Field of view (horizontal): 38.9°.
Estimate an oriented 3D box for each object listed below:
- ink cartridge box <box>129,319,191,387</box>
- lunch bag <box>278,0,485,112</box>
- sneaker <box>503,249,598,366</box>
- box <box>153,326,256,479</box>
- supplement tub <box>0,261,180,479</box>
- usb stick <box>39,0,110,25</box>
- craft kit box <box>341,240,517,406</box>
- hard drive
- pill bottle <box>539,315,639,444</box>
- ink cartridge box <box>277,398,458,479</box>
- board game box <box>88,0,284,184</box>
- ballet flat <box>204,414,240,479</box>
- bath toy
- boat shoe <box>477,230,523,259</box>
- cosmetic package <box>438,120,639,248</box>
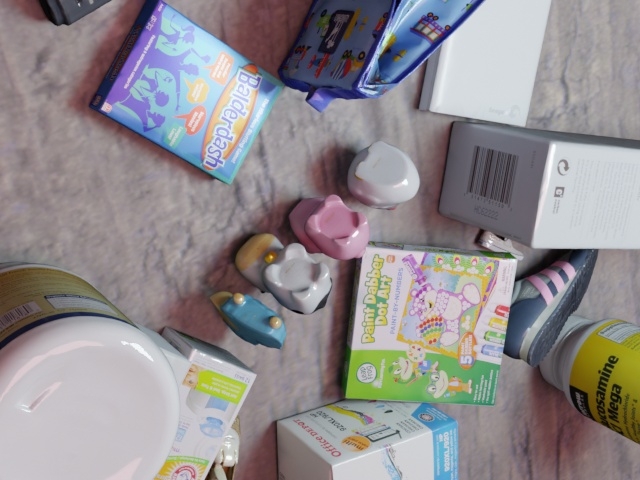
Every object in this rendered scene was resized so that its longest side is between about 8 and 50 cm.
[{"bbox_3d":[-0.259,0.205,1.195,0.072,0.127,0.175,28,88,-35],"label":"ink cartridge box"},{"bbox_3d":[0.074,-0.290,1.202,0.138,0.221,0.293,39,82,-33],"label":"lunch bag"},{"bbox_3d":[0.378,0.083,1.570,0.319,0.131,0.112,-40,140,-42],"label":"sneaker"},{"bbox_3d":[-0.197,0.242,1.258,0.114,0.103,0.203,28,88,-34],"label":"box"},{"bbox_3d":[-0.316,0.155,1.032,0.228,0.316,0.228,-9,109,-29],"label":"supplement tub"},{"bbox_3d":[-0.215,-0.351,1.101,0.278,0.045,0.077,-36,162,-17],"label":"usb stick"},{"bbox_3d":[0.168,0.131,1.426,0.246,0.061,0.250,5,102,-5],"label":"craft kit box"},{"bbox_3d":[0.269,-0.343,1.416,0.203,0.040,0.307,3,101,-32],"label":"hard drive"},{"bbox_3d":[0.548,0.247,1.577,0.188,0.334,0.188,-9,108,-29],"label":"pill bottle"},{"bbox_3d":[0.072,0.354,1.414,0.232,0.171,0.168,-12,109,-29],"label":"ink cartridge box"},{"bbox_3d":[-0.170,-0.190,1.185,0.210,0.047,0.160,29,88,-35],"label":"board game box"},{"bbox_3d":[-0.148,0.335,1.336,0.073,0.067,0.206,2,102,-31],"label":"ballet flat"},{"bbox_3d":[0.000,0.000,1.300,0.348,0.151,0.129,-46,160,-15],"label":"bath toy"},{"bbox_3d":[0.312,0.006,1.546,0.100,0.035,0.035,20,95,-27],"label":"boat shoe"},{"bbox_3d":[0.446,-0.087,1.485,0.453,0.230,0.161,0,104,-31],"label":"cosmetic package"}]
